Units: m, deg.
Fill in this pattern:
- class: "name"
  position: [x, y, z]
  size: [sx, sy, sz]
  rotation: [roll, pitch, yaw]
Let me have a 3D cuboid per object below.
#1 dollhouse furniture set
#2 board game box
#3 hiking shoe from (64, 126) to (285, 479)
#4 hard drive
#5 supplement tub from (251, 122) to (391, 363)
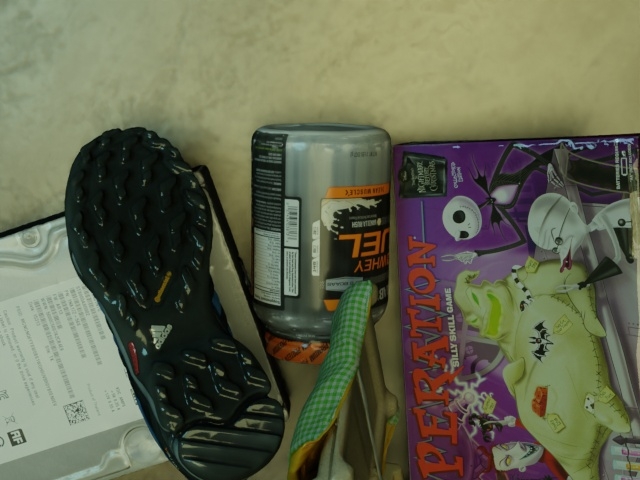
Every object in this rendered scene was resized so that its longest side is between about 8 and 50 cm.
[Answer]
- class: "dollhouse furniture set"
  position: [-0.021, 0.200, 0.867]
  size: [0.151, 0.197, 0.301]
  rotation: [-2, 131, 12]
- class: "board game box"
  position: [0.168, 0.089, 0.906]
  size: [0.208, 0.056, 0.346]
  rotation: [1, 99, 34]
- class: "hiking shoe"
  position: [-0.127, 0.058, 0.858]
  size: [0.113, 0.132, 0.304]
  rotation: [-13, 67, -19]
- class: "hard drive"
  position: [-0.221, 0.097, 0.968]
  size: [0.339, 0.064, 0.236]
  rotation: [-18, 100, 2]
- class: "supplement tub"
  position: [0.000, 0.000, 0.924]
  size: [0.117, 0.117, 0.190]
  rotation: [0, 100, 0]
